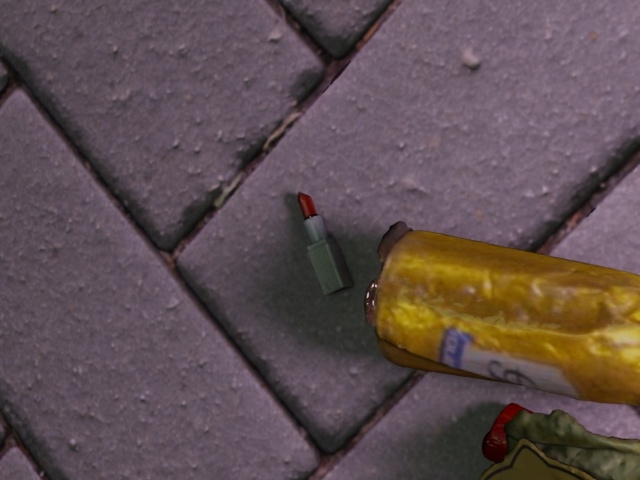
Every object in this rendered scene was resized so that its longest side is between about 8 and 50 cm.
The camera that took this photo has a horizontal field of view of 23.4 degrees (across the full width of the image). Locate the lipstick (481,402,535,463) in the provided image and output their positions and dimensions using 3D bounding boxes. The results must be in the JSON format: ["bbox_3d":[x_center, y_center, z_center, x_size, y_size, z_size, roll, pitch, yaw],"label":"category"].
[{"bbox_3d":[0.308,0.259,1.648,0.280,0.073,0.073,25,101,25],"label":"lipstick"}]

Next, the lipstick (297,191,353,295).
[{"bbox_3d":[-0.001,0.000,1.828,0.030,0.030,0.129,-26,79,25],"label":"lipstick"}]

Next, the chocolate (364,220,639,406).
[{"bbox_3d":[0.271,0.087,1.617,0.445,0.162,0.162,9,94,26],"label":"chocolate"}]

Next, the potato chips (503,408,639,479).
[{"bbox_3d":[0.336,0.356,1.578,0.389,0.097,0.373,23,126,28],"label":"potato chips"}]

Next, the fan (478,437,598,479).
[{"bbox_3d":[0.254,0.357,1.576,0.229,0.011,0.335,-10,101,48],"label":"fan"}]
